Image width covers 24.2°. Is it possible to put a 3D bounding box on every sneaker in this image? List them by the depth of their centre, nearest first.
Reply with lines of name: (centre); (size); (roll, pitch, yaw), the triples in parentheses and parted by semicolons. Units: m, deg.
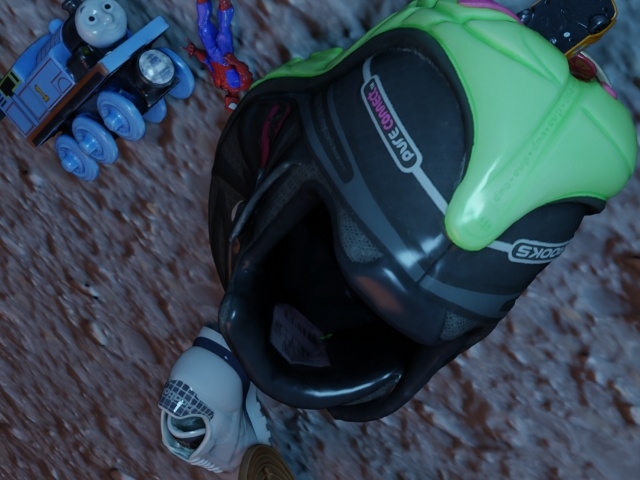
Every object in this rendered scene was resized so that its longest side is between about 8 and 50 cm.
sneaker: (0.000, 0.000, 0.889); (0.185, 0.202, 0.483); (39, 163, -4)
sneaker: (-0.109, 0.176, 1.409); (0.090, 0.095, 0.235); (23, 150, 21)

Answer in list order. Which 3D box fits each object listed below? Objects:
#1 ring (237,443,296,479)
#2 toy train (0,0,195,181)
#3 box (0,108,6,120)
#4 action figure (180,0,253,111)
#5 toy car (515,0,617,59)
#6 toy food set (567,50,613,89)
ring: (-0.025, 0.354, 1.383); (0.032, 0.336, 0.336); (-16, 131, 9)
toy train: (-0.165, -0.112, 1.075); (0.105, 0.080, 0.184); (48, 150, -7)
box: (-0.371, -0.158, 1.267); (0.191, 0.045, 0.184); (-9, 130, 51)
action figure: (-0.069, -0.129, 0.996); (0.038, 0.030, 0.115); (16, 147, 24)
toy car: (0.106, -0.138, 0.801); (0.122, 0.060, 0.040); (43, -161, 23)
toy food set: (0.129, -0.087, 0.844); (0.083, 0.020, 0.083); (-6, 129, 51)
